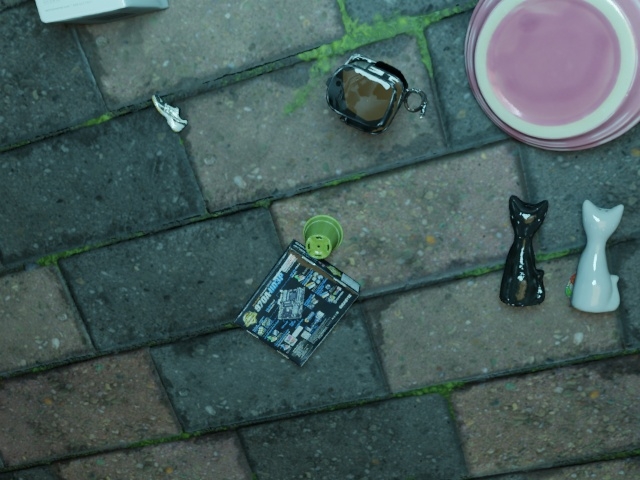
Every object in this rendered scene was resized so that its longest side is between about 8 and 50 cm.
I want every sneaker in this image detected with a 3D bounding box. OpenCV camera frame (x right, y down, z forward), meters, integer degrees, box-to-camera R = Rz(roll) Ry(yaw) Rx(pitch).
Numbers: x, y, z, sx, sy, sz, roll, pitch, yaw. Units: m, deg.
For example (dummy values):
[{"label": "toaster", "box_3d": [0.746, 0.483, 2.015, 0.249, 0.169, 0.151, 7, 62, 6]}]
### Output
[{"label": "sneaker", "box_3d": [-0.292, -0.253, 1.239, 0.037, 0.032, 0.083, -36, 107, 3]}]

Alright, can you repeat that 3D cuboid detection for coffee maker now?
[{"label": "coffee maker", "box_3d": [0.103, -0.257, 1.105, 0.171, 0.178, 0.120, 2, 111, 7]}]

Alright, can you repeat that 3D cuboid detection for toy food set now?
[{"label": "toy food set", "box_3d": [0.530, 0.096, 1.263, 0.083, 0.020, 0.082, -24, 105, 15]}]

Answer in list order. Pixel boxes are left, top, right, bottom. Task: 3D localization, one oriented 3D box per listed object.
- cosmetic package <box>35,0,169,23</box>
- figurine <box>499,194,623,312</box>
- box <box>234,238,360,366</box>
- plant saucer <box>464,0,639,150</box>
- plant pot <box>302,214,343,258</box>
[{"label": "cosmetic package", "box_3d": [-0.393, -0.565, 1.040, 0.156, 0.217, 0.384, -8, 107, 10]}, {"label": "figurine", "box_3d": [0.455, 0.021, 1.202, 0.215, 0.092, 0.209, 4, 105, 15]}, {"label": "box", "box_3d": [-0.049, 0.134, 1.333, 0.175, 0.051, 0.220, 34, 110, -6]}, {"label": "plant saucer", "box_3d": [0.384, -0.296, 1.031, 0.332, 0.084, 0.332, 20, 127, 28]}, {"label": "plant pot", "box_3d": [0.000, 0.000, 1.264, 0.084, 0.079, 0.083, 3, 110, 7]}]
